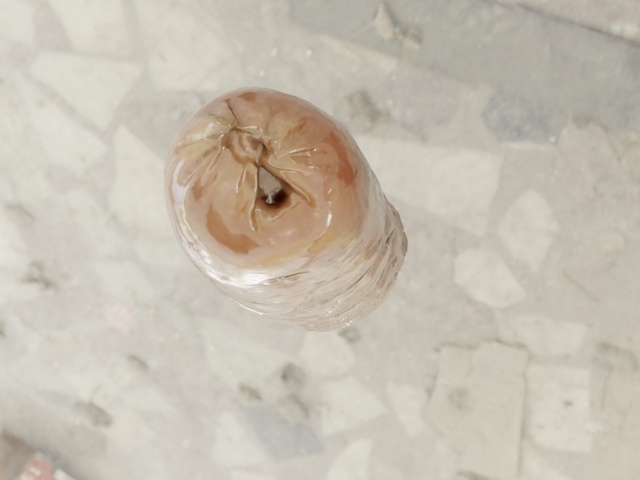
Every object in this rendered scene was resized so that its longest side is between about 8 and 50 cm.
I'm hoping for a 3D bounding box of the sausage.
[{"bbox_3d":[-0.002,0.001,0.594,0.088,0.433,0.088,-1,85,7],"label":"sausage"}]
